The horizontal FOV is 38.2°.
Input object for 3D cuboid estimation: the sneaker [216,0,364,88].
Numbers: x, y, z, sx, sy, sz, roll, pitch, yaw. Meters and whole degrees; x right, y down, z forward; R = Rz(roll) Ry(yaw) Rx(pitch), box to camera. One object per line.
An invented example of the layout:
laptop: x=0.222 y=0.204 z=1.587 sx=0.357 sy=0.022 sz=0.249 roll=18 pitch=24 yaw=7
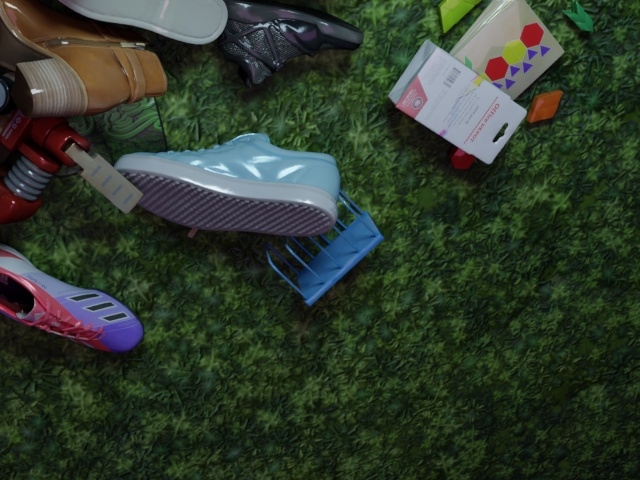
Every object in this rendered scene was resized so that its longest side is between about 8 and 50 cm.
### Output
sneaker: x=-0.051 y=-0.298 z=1.432 sx=0.227 sy=0.087 sz=0.130 roll=6 pitch=114 yaw=-12

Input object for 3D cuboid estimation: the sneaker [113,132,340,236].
sneaker: x=-0.145 y=-0.105 z=1.491 sx=0.366 sy=0.150 sz=0.135 roll=11 pitch=145 yaw=1

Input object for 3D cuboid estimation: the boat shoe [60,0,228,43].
boat shoe: x=-0.277 y=-0.363 z=1.301 sx=0.305 sy=0.091 sz=0.109 roll=15 pitch=114 yaw=-37

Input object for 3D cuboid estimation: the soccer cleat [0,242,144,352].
soccer cleat: x=-0.434 y=0.114 z=1.510 sx=0.318 sy=0.116 sz=0.108 roll=32 pitch=103 yaw=-23

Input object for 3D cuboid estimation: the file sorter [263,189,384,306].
file sorter: x=0.000 y=0.000 z=1.559 sx=0.170 sy=0.118 sz=0.104 roll=-43 pitch=112 yaw=8

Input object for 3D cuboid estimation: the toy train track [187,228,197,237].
toy train track: x=-0.199 y=-0.041 z=1.553 sx=0.048 sy=0.014 sz=0.083 roll=25 pitch=112 yaw=-29

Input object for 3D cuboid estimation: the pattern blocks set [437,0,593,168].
pattern blocks set: x=0.296 y=-0.302 z=1.538 sx=0.325 sy=0.026 sz=0.285 roll=-36 pitch=116 yaw=5

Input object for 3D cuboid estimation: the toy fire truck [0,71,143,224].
toy fire truck: x=-0.414 y=-0.099 z=1.380 sx=0.246 sy=0.158 sz=0.217 roll=39 pitch=102 yaw=6

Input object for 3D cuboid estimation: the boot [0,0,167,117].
boot: x=-0.363 y=-0.301 z=1.334 sx=0.220 sy=0.283 sz=0.109 roll=-17 pitch=153 yaw=-38

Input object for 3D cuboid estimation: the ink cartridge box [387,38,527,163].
ink cartridge box: x=0.224 y=-0.222 z=1.505 sx=0.198 sy=0.067 sz=0.115 roll=30 pitch=105 yaw=-21

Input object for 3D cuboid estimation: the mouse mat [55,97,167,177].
mouse mat: x=-0.348 y=-0.186 z=1.457 sx=0.189 sy=0.007 sz=0.153 roll=-14 pitch=116 yaw=-7
